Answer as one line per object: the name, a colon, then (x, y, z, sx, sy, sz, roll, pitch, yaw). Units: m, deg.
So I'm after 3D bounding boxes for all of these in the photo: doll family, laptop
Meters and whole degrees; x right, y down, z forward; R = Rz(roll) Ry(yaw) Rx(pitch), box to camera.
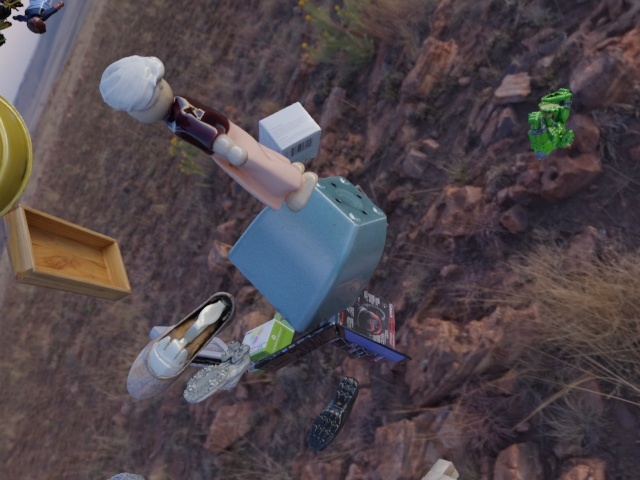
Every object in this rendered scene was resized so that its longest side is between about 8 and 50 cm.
doll family: (-0.510, -0.360, 0.807, 0.192, 0.076, 0.111, -24, 51, 10)
laptop: (0.028, 0.253, 1.027, 0.264, 0.234, 0.137, -28, 73, -5)

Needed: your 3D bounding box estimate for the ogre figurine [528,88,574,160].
ogre figurine: (0.526, -0.264, 1.150, 0.096, 0.118, 0.197, 1, 32, 24)

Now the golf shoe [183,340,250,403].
golf shoe: (-0.206, 0.294, 1.057, 0.069, 0.176, 0.086, 12, 124, 36)

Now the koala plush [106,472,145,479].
koala plush: (-0.301, 0.578, 0.967, 0.203, 0.221, 0.196, -5, 54, 28)

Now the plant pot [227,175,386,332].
plant pot: (0.000, 0.000, 1.103, 0.247, 0.247, 0.252, 43, 119, 18)

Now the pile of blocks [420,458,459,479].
pile of blocks: (0.304, 0.661, 1.272, 0.149, 0.112, 0.362, 41, 145, 21)

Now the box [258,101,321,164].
box: (-0.066, -0.212, 1.056, 0.087, 0.101, 0.102, 52, 160, 16)

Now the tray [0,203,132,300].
tray: (-0.735, 0.052, 1.486, 0.076, 0.411, 0.203, -26, 71, 8)

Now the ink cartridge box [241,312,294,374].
ink cartridge box: (-0.181, 0.327, 1.794, 0.188, 0.097, 0.255, -32, 31, 43)

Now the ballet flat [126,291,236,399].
ballet flat: (-0.312, 0.226, 1.151, 0.316, 0.107, 0.106, -48, 1, -32)

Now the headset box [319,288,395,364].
headset box: (0.145, 0.290, 1.781, 0.110, 0.293, 0.218, -38, 33, 39)

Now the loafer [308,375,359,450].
loafer: (0.042, 0.477, 1.371, 0.076, 0.078, 0.223, 20, 52, 24)

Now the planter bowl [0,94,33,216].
planter bowl: (-0.506, -0.119, 0.650, 0.090, 0.217, 0.217, 159, 130, -83)

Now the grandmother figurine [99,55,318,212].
grandmother figurine: (-0.161, -0.155, 0.760, 0.104, 0.342, 0.207, -60, 33, 1)

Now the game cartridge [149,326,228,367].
game cartridge: (-0.438, 0.373, 1.752, 0.196, 0.294, 0.060, 34, 96, 43)

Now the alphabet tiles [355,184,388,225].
alphabet tiles: (0.090, -0.055, 1.763, 0.237, 0.198, 0.009, -34, 28, 12)
